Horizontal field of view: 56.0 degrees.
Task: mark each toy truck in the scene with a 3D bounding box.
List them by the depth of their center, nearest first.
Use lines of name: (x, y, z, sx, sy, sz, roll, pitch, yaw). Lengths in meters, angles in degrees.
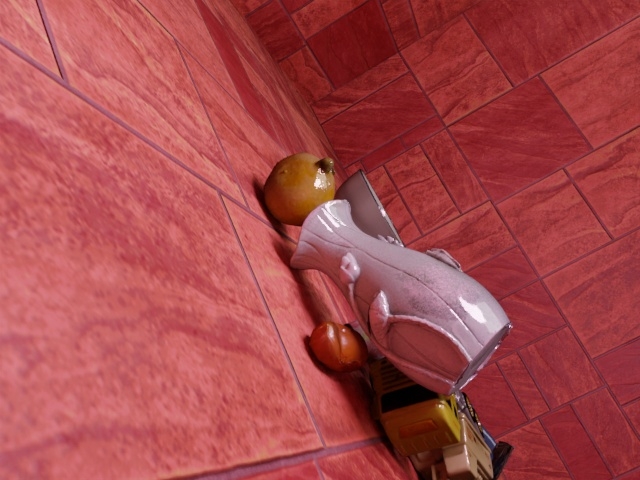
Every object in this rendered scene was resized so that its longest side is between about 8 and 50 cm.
toy truck: (0.257, 0.426, 1.348, 0.405, 0.181, 0.254, 57, 17, -37)

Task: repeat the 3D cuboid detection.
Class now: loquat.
loquat: (-0.040, -0.117, 1.345, 0.149, 0.204, 0.172, 35, 33, -26)

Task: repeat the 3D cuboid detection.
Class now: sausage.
sausage: (0.032, 0.202, 1.131, 0.179, 0.089, 0.089, 41, 21, -54)

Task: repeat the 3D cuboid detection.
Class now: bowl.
bowl: (0.151, -0.062, 2.170, 0.354, 0.185, 0.354, 58, 10, -16)

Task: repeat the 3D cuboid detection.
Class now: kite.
kite: (0.398, 0.592, 1.462, 0.011, 0.314, 0.335, 30, 39, 15)

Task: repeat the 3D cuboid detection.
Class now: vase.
vase: (0.143, 0.100, 1.205, 0.445, 0.250, 0.250, 39, 1, 23)

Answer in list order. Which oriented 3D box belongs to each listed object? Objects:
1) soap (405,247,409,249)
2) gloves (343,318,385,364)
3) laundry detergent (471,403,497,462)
soap: (0.245, 0.216, 1.706, 0.296, 0.107, 0.285, 62, -23, 27)
gloves: (0.180, 0.213, 1.413, 0.145, 0.241, 0.126, 47, -36, 48)
laundry detergent: (0.454, 0.607, 1.937, 0.290, 0.143, 0.094, 58, 13, 8)
